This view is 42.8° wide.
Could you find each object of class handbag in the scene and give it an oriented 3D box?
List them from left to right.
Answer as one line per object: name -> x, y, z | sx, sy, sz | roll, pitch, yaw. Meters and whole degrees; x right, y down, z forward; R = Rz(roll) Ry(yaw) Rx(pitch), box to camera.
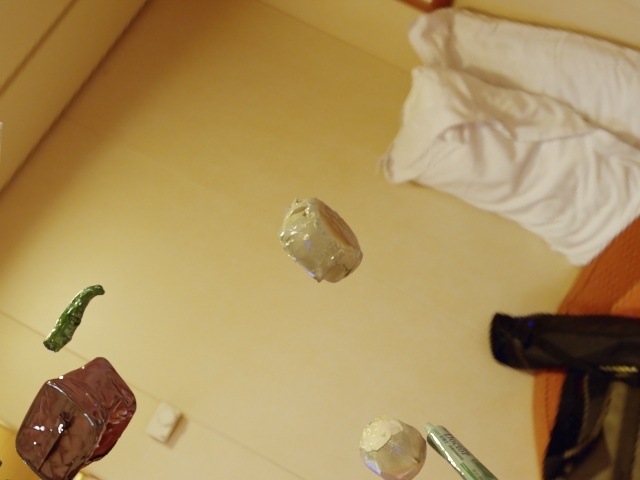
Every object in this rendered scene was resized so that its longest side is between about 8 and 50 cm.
handbag -> -0.436, 0.325, 1.450 | 0.225, 0.146, 0.135 | -52, -13, 28

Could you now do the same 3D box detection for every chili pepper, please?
chili pepper -> -0.560, 0.175, 1.852 | 0.182, 0.050, 0.073 | -58, 16, -20

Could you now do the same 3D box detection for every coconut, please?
coconut -> 0.129, 0.363, 1.409 | 0.124, 0.110, 0.110 | 4, 60, 57

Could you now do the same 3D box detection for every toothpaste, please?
toothpaste -> 0.238, 0.369, 1.350 | 0.218, 0.064, 0.041 | 40, 124, 53

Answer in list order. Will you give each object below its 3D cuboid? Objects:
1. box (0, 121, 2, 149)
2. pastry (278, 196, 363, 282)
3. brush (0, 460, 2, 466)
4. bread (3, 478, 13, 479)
box -> -0.535, -0.073, 1.214 | 0.135, 0.081, 0.199 | -97, 18, -63
pastry -> 0.000, 0.000, 1.410 | 0.088, 0.166, 0.166 | -42, -1, 16
brush -> -0.719, 0.492, 1.651 | 0.164, 0.014, 0.051 | -30, -30, -44
bread -> -0.539, 0.593, 1.478 | 0.250, 0.279, 0.225 | -61, -33, -21
